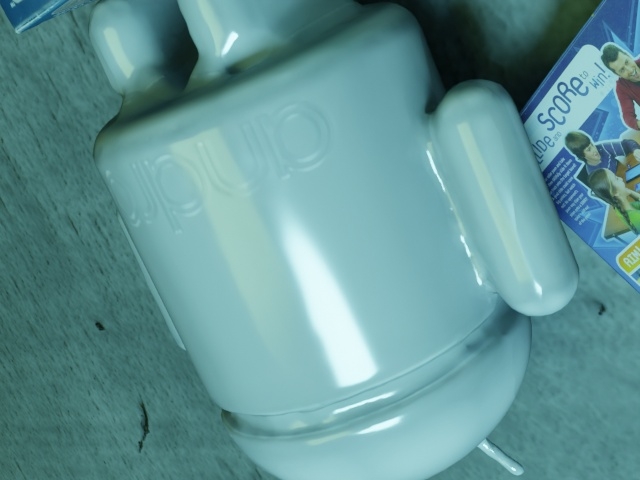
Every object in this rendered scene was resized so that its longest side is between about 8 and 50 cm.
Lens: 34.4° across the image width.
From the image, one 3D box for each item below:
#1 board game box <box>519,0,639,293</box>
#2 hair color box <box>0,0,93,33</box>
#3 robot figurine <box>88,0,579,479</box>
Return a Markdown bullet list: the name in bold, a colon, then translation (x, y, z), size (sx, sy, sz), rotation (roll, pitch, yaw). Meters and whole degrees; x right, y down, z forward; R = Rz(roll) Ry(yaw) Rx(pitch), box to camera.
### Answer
- **board game box**: translation (0.178, -0.059, 0.502), size (0.136, 0.035, 0.201), rotation (45, 150, 9)
- **hair color box**: translation (-0.168, -0.312, 0.569), size (0.105, 0.174, 0.347), rotation (-15, 107, 46)
- **robot figurine**: translation (0.000, 0.000, 0.611), size (0.300, 0.200, 0.353), rotation (-11, 110, 43)
